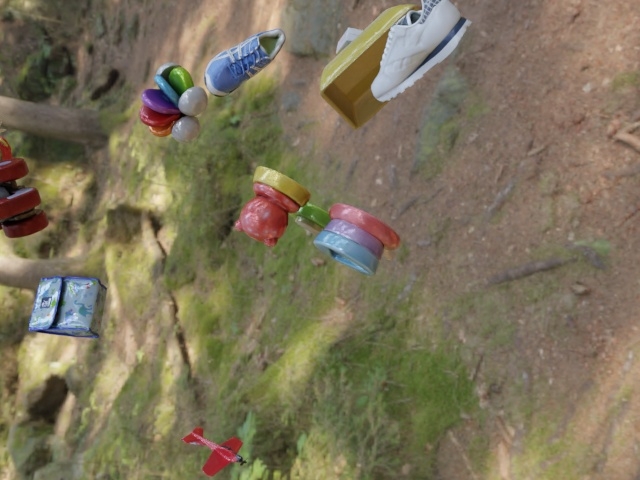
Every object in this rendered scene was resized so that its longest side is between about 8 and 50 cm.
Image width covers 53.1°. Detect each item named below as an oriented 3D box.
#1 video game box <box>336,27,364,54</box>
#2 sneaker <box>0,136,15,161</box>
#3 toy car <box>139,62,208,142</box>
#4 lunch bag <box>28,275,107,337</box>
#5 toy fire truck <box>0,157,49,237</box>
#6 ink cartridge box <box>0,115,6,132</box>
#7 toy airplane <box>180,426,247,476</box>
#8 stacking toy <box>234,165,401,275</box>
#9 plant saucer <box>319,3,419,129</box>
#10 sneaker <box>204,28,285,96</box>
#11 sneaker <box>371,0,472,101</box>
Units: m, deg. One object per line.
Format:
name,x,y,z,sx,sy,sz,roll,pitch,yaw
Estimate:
video game box,0.157,-0.617,2.041,0.205,0.187,0.048,-150,67,-81
sneaker,-0.954,-0.255,1.838,0.279,0.107,0.118,109,-174,-74
toy car,-0.365,-0.326,1.527,0.159,0.136,0.182,48,134,24
lunch bag,-0.583,0.152,1.473,0.096,0.151,0.128,91,-178,-68
toy fire truck,-0.794,-0.072,1.453,0.254,0.302,0.169,-37,-55,-46
ink cartridge box,-0.838,-0.279,1.523,0.092,0.143,0.090,-104,39,-82
toy airplane,-0.217,0.422,1.307,0.151,0.151,0.028,-123,46,-71
stacking toy,0.000,0.000,1.280,0.130,0.309,0.279,-62,-21,-8
plant saucer,0.153,-0.494,1.801,0.333,0.081,0.333,-41,-19,10
sneaker,-0.154,-0.372,1.305,0.211,0.080,0.081,-49,21,-26
sneaker,0.147,-0.321,1.070,0.235,0.095,0.090,-36,21,54
